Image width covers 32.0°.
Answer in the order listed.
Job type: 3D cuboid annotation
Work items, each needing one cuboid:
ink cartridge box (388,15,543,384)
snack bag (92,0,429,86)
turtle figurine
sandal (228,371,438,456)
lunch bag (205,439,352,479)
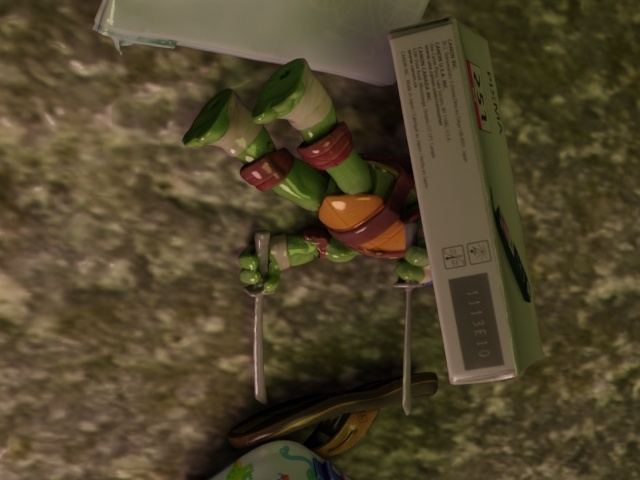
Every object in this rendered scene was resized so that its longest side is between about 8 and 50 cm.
[{"bbox_3d":[0.137,-0.032,0.939,0.060,0.239,0.275,-11,88,21],"label":"ink cartridge box"},{"bbox_3d":[0.003,-0.294,0.895,0.323,0.037,0.342,3,116,-40],"label":"snack bag"},{"bbox_3d":[0.000,0.000,0.954,0.274,0.198,0.266,-46,116,-7],"label":"turtle figurine"},{"bbox_3d":[0.020,0.176,1.086,0.219,0.090,0.060,-10,86,-28],"label":"sandal"},{"bbox_3d":[-0.032,0.290,1.069,0.176,0.090,0.219,-34,132,11],"label":"lunch bag"}]
